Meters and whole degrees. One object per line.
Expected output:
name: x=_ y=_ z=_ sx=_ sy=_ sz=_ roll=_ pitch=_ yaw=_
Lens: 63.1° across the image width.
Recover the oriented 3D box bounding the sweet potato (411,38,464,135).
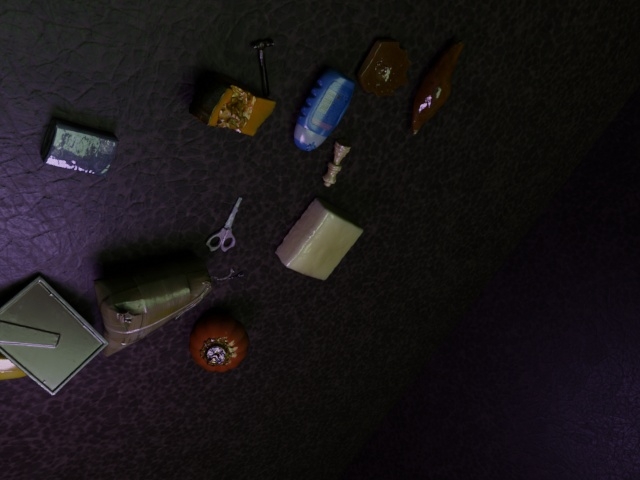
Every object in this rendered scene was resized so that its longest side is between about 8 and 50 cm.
sweet potato: x=0.400 y=-0.527 z=1.826 sx=0.112 sy=0.112 sz=0.359 roll=-4 pitch=130 yaw=-38

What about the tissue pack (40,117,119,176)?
tissue pack: x=-0.601 y=-0.230 z=1.303 sx=0.156 sy=0.051 sz=0.112 roll=10 pitch=115 yaw=-44

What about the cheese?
cheese: x=0.000 y=0.000 z=1.957 sx=0.265 sy=0.124 sz=0.243 roll=-52 pitch=143 yaw=12

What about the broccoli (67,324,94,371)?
broccoli: x=-0.756 y=0.328 z=1.597 sx=0.155 sy=0.160 sz=0.167 roll=34 pitch=121 yaw=-23

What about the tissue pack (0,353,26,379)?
tissue pack: x=-0.916 y=0.335 z=1.490 sx=0.178 sy=0.123 sz=0.127 roll=7 pitch=111 yaw=-43

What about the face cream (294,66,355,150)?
face cream: x=0.006 y=-0.399 z=1.628 sx=0.149 sy=0.083 sz=0.264 roll=13 pitch=116 yaw=-44

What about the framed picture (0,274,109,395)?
framed picture: x=-0.784 y=0.273 z=1.486 sx=0.213 sy=0.016 sz=0.289 roll=-47 pitch=118 yaw=-24

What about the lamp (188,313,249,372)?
lamp: x=-0.375 y=0.379 z=1.925 sx=0.223 sy=0.196 sz=0.223 roll=-1 pitch=104 yaw=-4

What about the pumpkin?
pumpkin: x=-0.250 y=-0.373 z=1.423 sx=0.248 sy=0.126 sz=0.130 roll=2 pitch=118 yaw=-63

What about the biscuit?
biscuit: x=0.217 y=-0.556 z=1.701 sx=0.215 sy=0.034 sz=0.182 roll=12 pitch=118 yaw=-47

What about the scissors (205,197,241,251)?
scissors: x=-0.305 y=-0.051 z=1.734 sx=0.110 sy=0.021 sz=0.212 roll=5 pitch=122 yaw=-45

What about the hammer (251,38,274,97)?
hammer: x=-0.155 y=-0.479 z=1.471 sx=0.065 sy=0.021 sz=0.178 roll=-25 pitch=138 yaw=-21

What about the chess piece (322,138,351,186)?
chess piece: x=0.052 y=-0.265 z=1.814 sx=0.060 sy=0.060 sz=0.172 roll=-3 pitch=129 yaw=-38

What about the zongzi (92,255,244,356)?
zongzi: x=-0.501 y=0.205 z=1.708 sx=0.447 sy=0.181 sz=0.418 roll=-15 pitch=149 yaw=-34
